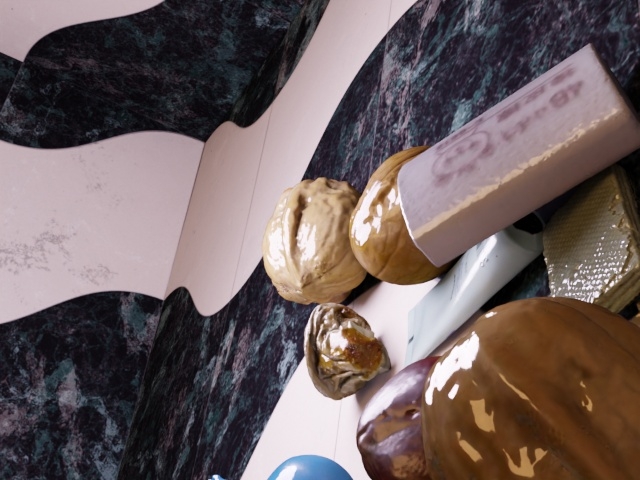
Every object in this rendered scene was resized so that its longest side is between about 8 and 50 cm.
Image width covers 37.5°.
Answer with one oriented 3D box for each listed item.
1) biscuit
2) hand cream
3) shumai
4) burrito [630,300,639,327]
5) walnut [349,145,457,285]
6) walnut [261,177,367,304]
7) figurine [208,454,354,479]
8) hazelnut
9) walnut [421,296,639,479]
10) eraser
[{"bbox_3d":[0.282,0.008,0.973,0.121,0.040,0.199,-53,15,32],"label":"biscuit"},{"bbox_3d":[0.180,0.061,1.215,0.320,0.067,0.109,128,157,-49],"label":"hand cream"},{"bbox_3d":[0.048,0.166,1.386,0.116,0.145,0.145,-11,56,42],"label":"shumai"},{"bbox_3d":[0.277,0.134,0.882,0.171,0.042,0.051,-58,3,11],"label":"burrito"},{"bbox_3d":[0.130,-0.035,1.287,0.207,0.167,0.167,-60,20,17],"label":"walnut"},{"bbox_3d":[0.000,0.000,1.563,0.198,0.198,0.245,-49,16,42],"label":"walnut"},{"bbox_3d":[-0.032,0.423,1.122,0.243,0.298,0.416,-31,25,0],"label":"figurine"},{"bbox_3d":[0.126,0.214,1.001,0.178,0.178,0.204,-57,30,28],"label":"hazelnut"},{"bbox_3d":[0.203,0.166,0.761,0.261,0.225,0.225,46,117,33],"label":"walnut"},{"bbox_3d":[0.222,-0.097,1.073,0.270,0.095,0.174,-32,30,21],"label":"eraser"}]
